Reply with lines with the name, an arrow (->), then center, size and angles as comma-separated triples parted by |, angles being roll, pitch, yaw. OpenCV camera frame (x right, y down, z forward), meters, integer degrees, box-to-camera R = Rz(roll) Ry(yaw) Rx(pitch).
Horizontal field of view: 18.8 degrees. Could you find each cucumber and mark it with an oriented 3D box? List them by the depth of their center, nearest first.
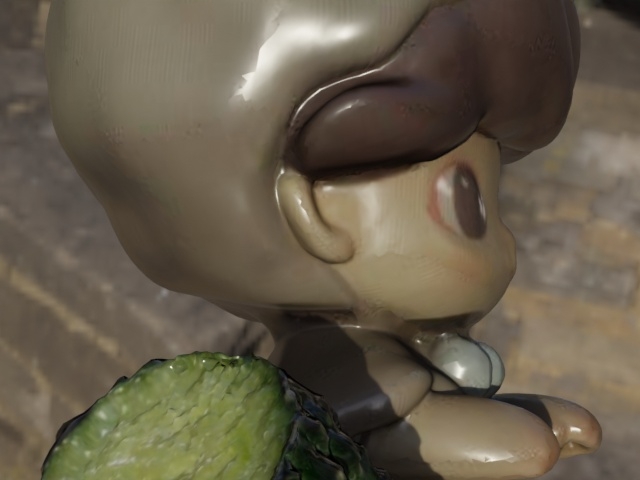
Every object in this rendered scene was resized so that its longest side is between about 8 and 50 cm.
cucumber -> 0.054, 0.172, 0.594 | 0.096, 0.359, 0.096 | -27, 36, 21

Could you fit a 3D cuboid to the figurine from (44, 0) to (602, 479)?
figurine -> 0.000, 0.001, 0.735 | 0.203, 0.380, 0.248 | -2, -5, 14
